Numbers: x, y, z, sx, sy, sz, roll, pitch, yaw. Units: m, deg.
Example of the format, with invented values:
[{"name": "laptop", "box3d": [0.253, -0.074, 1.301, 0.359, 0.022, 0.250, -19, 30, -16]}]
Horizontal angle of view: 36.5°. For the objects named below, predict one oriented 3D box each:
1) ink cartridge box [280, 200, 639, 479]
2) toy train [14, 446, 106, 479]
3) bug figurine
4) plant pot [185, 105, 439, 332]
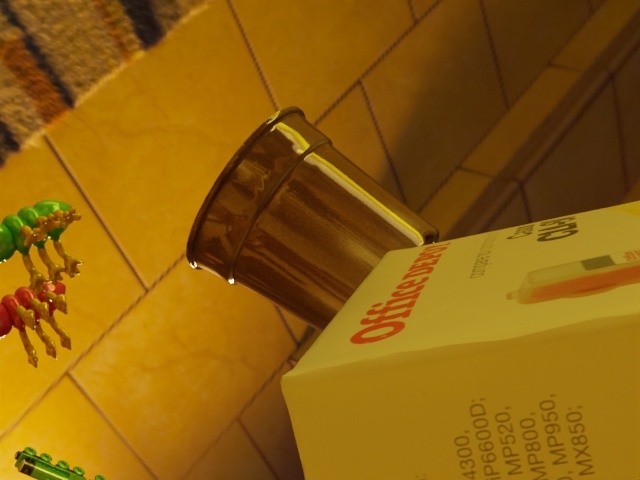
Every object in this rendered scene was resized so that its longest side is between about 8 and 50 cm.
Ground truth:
[{"name": "ink cartridge box", "box3d": [0.205, 0.062, 0.448, 0.279, 0.384, 0.161, -36, 112, -74]}, {"name": "toy train", "box3d": [-0.177, 0.169, 0.684, 0.083, 0.024, 0.017, 28, 101, -20]}, {"name": "bug figurine", "box3d": [-0.309, 0.054, 0.833, 0.216, 0.072, 0.279, -24, 150, -32]}, {"name": "plant pot", "box3d": [0.000, 0.000, 0.828, 0.167, 0.165, 0.167, -52, 168, -15]}]
